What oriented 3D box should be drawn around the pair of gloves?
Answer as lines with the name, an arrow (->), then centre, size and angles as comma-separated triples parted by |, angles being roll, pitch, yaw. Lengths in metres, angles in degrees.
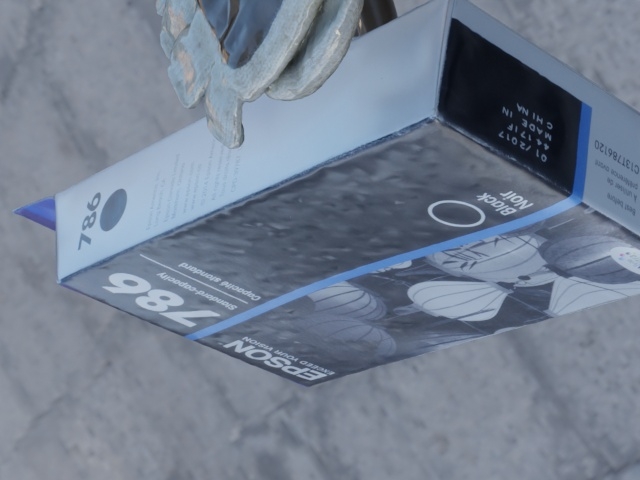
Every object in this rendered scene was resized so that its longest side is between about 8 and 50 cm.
pair of gloves -> -0.037, -0.170, 0.586 | 0.240, 0.042, 0.204 | 60, 143, 28

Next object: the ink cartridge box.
ink cartridge box -> 0.000, 0.000, 0.756 | 0.165, 0.065, 0.332 | 25, 151, -32

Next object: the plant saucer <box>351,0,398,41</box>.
plant saucer -> -0.025, -0.201, 0.873 | 0.278, 0.041, 0.278 | 156, 90, -87
